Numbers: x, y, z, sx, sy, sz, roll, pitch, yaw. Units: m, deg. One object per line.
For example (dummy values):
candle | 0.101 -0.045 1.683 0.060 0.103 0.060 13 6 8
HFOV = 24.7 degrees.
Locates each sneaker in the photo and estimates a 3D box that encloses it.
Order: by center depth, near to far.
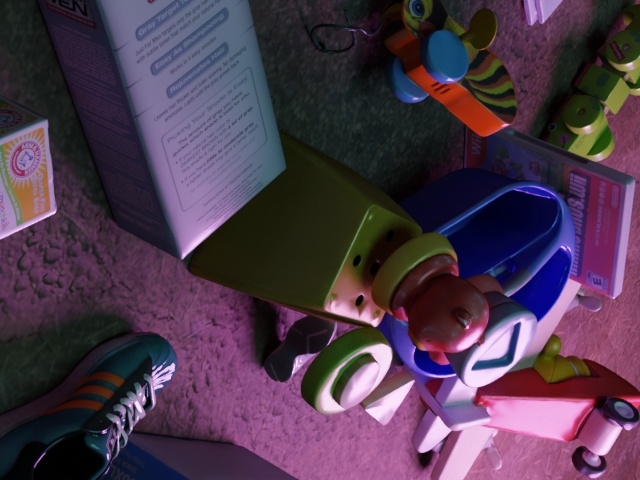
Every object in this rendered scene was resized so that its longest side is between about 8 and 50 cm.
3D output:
sneaker | -0.263 0.218 1.711 0.302 0.121 0.108 -35 137 -36
sneaker | -0.022 0.136 2.009 0.152 0.054 0.061 -44 179 43

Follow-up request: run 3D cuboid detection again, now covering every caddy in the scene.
caddy | 0.214 0.045 2.096 0.341 0.179 0.241 -32 124 -22

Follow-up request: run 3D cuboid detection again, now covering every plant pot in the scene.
plant pot | 0.000 0.000 1.862 0.212 0.187 0.212 23 92 -56

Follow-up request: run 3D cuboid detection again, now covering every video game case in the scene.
video game case | 0.332 -0.052 2.182 0.025 0.285 0.204 -32 135 -37

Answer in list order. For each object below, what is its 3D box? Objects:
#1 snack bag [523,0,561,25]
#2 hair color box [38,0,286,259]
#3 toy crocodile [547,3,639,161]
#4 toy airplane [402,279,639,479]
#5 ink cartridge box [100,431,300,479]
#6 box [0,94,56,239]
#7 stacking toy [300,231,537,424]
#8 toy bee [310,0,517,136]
snack bag | 0.374 -0.536 2.145 0.323 0.037 0.342 -49 144 -21
hair color box | -0.167 -0.182 1.587 0.185 0.113 0.374 -43 141 -29
toy crocodile | 0.460 -0.242 2.409 0.340 0.105 0.115 -55 146 -4
toy airplane | 0.303 0.228 2.399 0.386 0.272 0.384 -25 131 8
ink cartridge box | -0.203 0.469 1.915 0.285 0.166 0.395 20 94 -55
box | -0.367 -0.054 1.411 0.203 0.103 0.114 -30 134 -40
stacking toy | 0.141 0.157 1.874 0.279 0.130 0.309 -49 148 9
toy bee | 0.147 -0.270 1.910 0.298 0.195 0.162 41 53 -44
